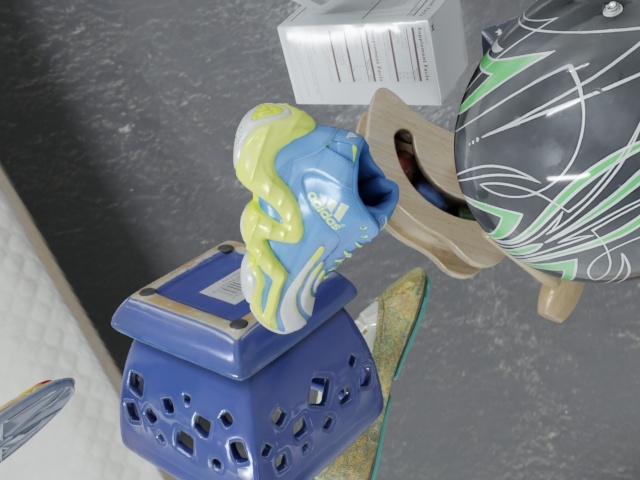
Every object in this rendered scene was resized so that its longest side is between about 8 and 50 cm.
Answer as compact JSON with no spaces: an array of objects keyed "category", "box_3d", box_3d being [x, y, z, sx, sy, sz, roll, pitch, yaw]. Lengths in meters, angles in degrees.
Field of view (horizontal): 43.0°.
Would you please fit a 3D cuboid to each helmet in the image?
[{"category":"helmet","box_3d":[0.152,-0.057,0.428,0.170,0.161,0.169,8,122,13]}]

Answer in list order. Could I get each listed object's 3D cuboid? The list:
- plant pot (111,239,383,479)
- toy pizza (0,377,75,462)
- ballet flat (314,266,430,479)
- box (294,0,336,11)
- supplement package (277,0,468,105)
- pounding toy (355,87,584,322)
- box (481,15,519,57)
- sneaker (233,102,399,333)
[{"category":"plant pot","box_3d":[-0.087,0.137,0.941,0.236,0.236,0.212,14,122,36]},{"category":"toy pizza","box_3d":[-0.361,0.213,0.897,0.032,0.201,0.201,48,122,7]},{"category":"ballet flat","box_3d":[0.062,0.195,1.178,0.123,0.123,0.348,16,89,13]},{"category":"box","box_3d":[-0.009,-0.395,1.149,0.102,0.087,0.101,18,164,-32]},{"category":"supplement package","box_3d":[0.083,-0.294,1.235,0.244,0.139,0.133,6,130,29]},{"category":"pounding toy","box_3d":[0.157,-0.057,0.771,0.270,0.154,0.155,34,165,0]},{"category":"box","box_3d":[0.304,-0.193,1.052,0.153,0.108,0.207,-23,142,0]},{"category":"sneaker","box_3d":[0.000,0.000,0.682,0.126,0.091,0.240,10,136,17]}]
